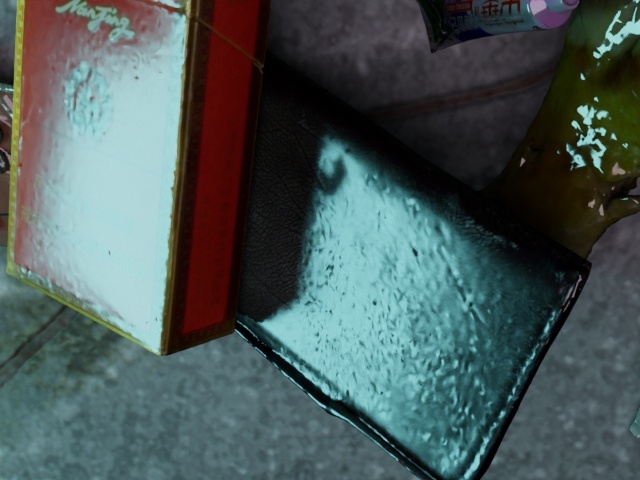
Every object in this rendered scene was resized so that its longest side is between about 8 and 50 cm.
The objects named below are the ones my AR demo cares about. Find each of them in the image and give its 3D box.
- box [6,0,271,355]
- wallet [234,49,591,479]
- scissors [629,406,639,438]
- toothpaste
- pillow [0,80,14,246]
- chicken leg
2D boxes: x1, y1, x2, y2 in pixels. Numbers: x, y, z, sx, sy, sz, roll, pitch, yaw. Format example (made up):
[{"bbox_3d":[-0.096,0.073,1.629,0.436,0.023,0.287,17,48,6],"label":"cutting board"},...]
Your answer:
[{"bbox_3d":[-0.113,-0.070,0.836,0.153,0.074,0.240,25,118,39],"label":"box"},{"bbox_3d":[0.000,0.000,0.830,0.318,0.045,0.172,36,118,28],"label":"wallet"},{"bbox_3d":[0.234,0.046,0.879,0.110,0.021,0.212,39,127,31],"label":"scissors"},{"bbox_3d":[0.094,-0.130,0.786,0.028,0.170,0.045,-25,104,-18],"label":"toothpaste"},{"bbox_3d":[-0.285,-0.061,0.933,0.232,0.043,0.126,9,112,8],"label":"pillow"},{"bbox_3d":[0.182,-0.085,0.780,0.153,0.201,0.429,30,122,-11],"label":"chicken leg"}]
